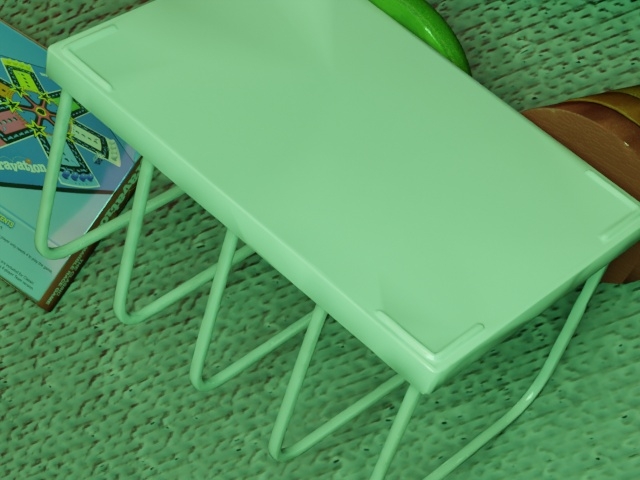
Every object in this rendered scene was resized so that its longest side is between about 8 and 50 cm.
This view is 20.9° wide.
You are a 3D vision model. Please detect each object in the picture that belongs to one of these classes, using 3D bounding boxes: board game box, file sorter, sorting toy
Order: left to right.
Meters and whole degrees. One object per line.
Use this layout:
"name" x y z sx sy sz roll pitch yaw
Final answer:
"board game box" -0.248 -0.085 1.175 0.281 0.027 0.145 33 87 21
"file sorter" 0.000 0.000 0.977 0.278 0.173 0.193 39 47 22
"sorting toy" 0.092 -0.120 1.071 0.365 0.127 0.126 34 56 24
